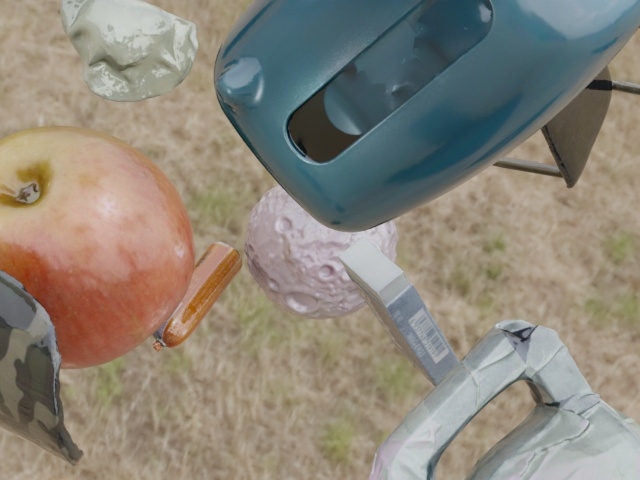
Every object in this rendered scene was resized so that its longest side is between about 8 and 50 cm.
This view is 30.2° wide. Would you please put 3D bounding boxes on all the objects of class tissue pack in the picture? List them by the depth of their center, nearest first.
[{"bbox_3d":[0.068,-0.138,0.804,0.198,0.287,0.206,53,32,-3],"label":"tissue pack"}]

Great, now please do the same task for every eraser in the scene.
[{"bbox_3d":[0.098,0.088,1.437,0.046,0.212,0.092,-40,47,-7],"label":"eraser"}]

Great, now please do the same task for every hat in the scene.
[{"bbox_3d":[-0.483,0.173,1.480,0.257,0.366,0.382,-26,37,-26],"label":"hat"}]

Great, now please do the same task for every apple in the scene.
[{"bbox_3d":[-0.376,0.000,1.757,0.364,0.364,0.364,12,41,-11],"label":"apple"}]

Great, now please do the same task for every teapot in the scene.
[{"bbox_3d":[0.143,0.187,0.757,0.178,0.221,0.163,-33,31,-8],"label":"teapot"}]

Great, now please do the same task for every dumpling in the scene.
[{"bbox_3d":[-0.255,-0.246,1.524,0.169,0.134,0.100,16,6,-25],"label":"dumpling"}]

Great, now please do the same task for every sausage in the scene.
[{"bbox_3d":[-0.221,0.102,2.040,0.071,0.071,0.234,30,53,9],"label":"sausage"}]

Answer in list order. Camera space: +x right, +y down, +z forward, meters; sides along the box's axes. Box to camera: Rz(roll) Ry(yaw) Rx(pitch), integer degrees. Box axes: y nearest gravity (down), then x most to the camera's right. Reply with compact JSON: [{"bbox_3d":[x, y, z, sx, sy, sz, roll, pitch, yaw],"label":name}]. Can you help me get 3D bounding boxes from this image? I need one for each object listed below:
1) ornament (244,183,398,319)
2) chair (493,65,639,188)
[{"bbox_3d":[0.000,0.000,1.973,0.259,0.225,0.259,-8,21,3],"label":"ornament"},{"bbox_3d":[0.290,-0.174,1.379,0.272,0.188,0.166,13,67,34],"label":"chair"}]
